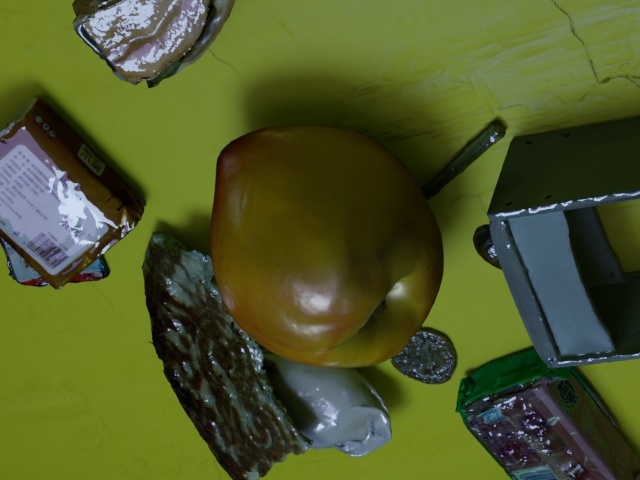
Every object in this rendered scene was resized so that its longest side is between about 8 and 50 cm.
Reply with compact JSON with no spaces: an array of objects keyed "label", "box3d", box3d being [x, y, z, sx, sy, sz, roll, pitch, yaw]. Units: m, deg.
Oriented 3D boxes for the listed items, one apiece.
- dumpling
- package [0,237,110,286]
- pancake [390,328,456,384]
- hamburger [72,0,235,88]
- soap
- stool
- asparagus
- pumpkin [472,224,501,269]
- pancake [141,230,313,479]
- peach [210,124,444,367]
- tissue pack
[{"label":"dumpling","box3d":[-0.008,0.243,1.830,0.250,0.132,0.162,27,134,6]},{"label":"package","box3d":[-0.423,-0.023,1.839,0.166,0.040,0.232,-3,125,13]},{"label":"pancake","box3d":[0.152,0.169,1.786,0.108,0.017,0.108,9,128,11]},{"label":"hamburger","box3d":[-0.181,-0.295,1.491,0.207,0.135,0.155,-31,128,22]},{"label":"soap","box3d":[0.329,0.290,1.760,0.217,0.098,0.273,-25,114,35]},{"label":"stool","box3d":[0.367,-0.001,1.462,0.269,0.170,0.244,-9,124,27]},{"label":"asparagus","box3d":[0.155,-0.074,1.585,0.024,0.025,0.248,2,146,-39]},{"label":"pumpkin","box3d":[0.239,0.016,1.622,0.083,0.028,0.050,32,130,-11]},{"label":"pancake","box3d":[-0.153,0.176,1.823,0.304,0.067,0.427,-18,101,54]},{"label":"peach","box3d":[0.002,0.000,1.543,0.308,0.289,0.289,45,142,35]},{"label":"tissue pack","box3d":[-0.388,-0.065,1.735,0.183,0.092,0.226,-38,107,16]}]
